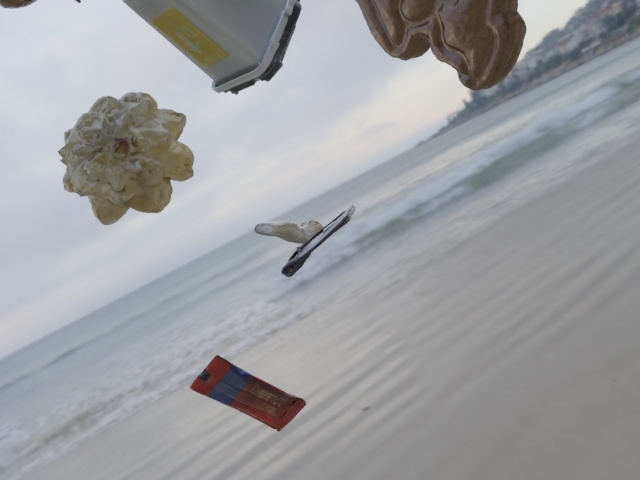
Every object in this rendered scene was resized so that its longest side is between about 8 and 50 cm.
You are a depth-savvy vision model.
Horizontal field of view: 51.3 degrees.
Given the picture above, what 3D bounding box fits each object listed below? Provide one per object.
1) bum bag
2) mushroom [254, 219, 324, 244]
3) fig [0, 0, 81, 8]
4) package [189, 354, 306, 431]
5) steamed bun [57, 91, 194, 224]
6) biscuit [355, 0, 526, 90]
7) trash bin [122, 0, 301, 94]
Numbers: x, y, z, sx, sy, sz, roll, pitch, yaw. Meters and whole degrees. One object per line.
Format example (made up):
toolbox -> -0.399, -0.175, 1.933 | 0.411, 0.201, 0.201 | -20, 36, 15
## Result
bum bag -> 0.000, 0.000, 1.178 | 0.159, 0.026, 0.109 | -40, 6, 18
mushroom -> -0.062, -0.021, 1.379 | 0.059, 0.054, 0.202 | -13, -10, 35
fig -> -0.552, -0.494, 1.258 | 0.146, 0.201, 0.134 | -51, -28, -7
package -> -0.125, 0.272, 1.176 | 0.083, 0.200, 0.022 | -51, 25, 12
steamed bun -> -0.423, -0.176, 1.386 | 0.292, 0.295, 0.137 | -65, -8, 2
biscuit -> 0.077, -0.254, 0.512 | 0.041, 0.290, 0.208 | -23, 1, -38
trash bin -> -0.251, -0.568, 1.599 | 0.256, 0.368, 0.296 | -4, 61, 52
